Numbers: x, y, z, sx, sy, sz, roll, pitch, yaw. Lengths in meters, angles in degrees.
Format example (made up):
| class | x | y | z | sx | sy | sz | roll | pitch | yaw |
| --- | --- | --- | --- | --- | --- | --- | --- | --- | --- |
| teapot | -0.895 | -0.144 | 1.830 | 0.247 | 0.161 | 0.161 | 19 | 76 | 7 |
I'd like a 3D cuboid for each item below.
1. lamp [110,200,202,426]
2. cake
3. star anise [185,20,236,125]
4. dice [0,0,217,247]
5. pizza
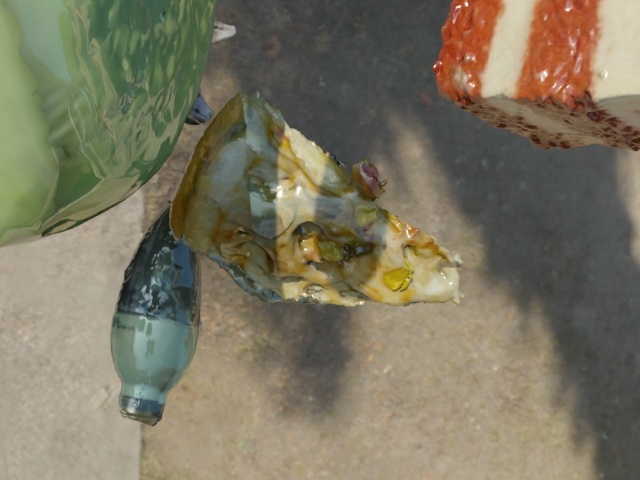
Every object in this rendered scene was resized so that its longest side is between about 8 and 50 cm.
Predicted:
| class | x | y | z | sx | sy | sz | roll | pitch | yaw |
| --- | --- | --- | --- | --- | --- | --- | --- | --- | --- |
| lamp | -0.179 | 0.080 | 0.954 | 0.101 | 0.101 | 0.250 | 18 | 79 | -45 |
| cake | 0.352 | -0.259 | 1.047 | 0.270 | 0.319 | 0.269 | 14 | 89 | -45 |
| star anise | -0.197 | -0.194 | 0.813 | 0.236 | 0.109 | 0.223 | -44 | 138 | -36 |
| dice | -0.190 | -0.158 | 0.391 | 0.252 | 0.250 | 0.254 | 86 | 11 | -46 |
| pizza | 0.000 | 0.000 | 0.810 | 0.297 | 0.071 | 0.189 | 33 | 118 | -20 |
